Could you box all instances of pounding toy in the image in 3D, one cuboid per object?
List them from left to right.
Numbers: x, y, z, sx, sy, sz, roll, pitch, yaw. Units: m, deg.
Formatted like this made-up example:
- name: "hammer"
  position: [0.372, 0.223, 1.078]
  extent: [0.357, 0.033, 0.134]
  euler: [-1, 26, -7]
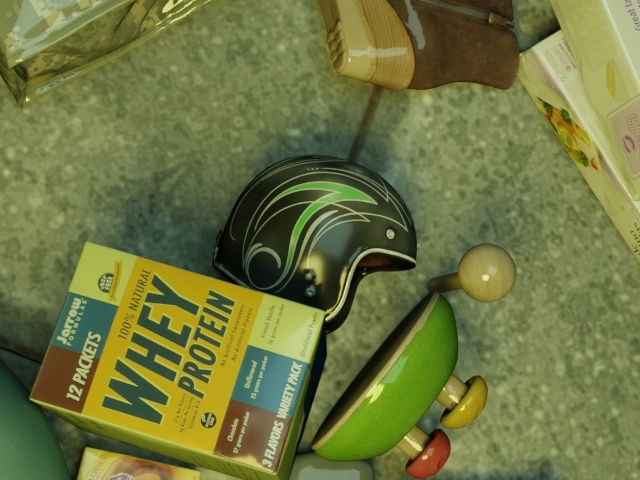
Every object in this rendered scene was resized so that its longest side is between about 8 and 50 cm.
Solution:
- name: "pounding toy"
  position: [0.104, 0.130, 1.105]
  extent: [0.110, 0.183, 0.237]
  euler: [39, 69, 1]

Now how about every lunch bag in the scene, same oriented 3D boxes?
- name: "lunch bag"
  position: [-0.215, -0.302, 1.128]
  extent: [0.287, 0.169, 0.235]
  euler: [-31, 87, -12]

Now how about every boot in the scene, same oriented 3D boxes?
- name: "boot"
  position: [0.096, -0.271, 1.254]
  extent: [0.207, 0.090, 0.248]
  euler: [-2, 78, -26]

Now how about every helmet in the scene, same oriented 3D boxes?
- name: "helmet"
  position: [0.000, 0.000, 1.122]
  extent: [0.169, 0.169, 0.161]
  euler: [38, 85, -3]

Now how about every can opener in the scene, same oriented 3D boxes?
- name: "can opener"
  position: [0.091, 0.245, 1.138]
  extent: [0.280, 0.074, 0.093]
  euler: [3, 77, -13]

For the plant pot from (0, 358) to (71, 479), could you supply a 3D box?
- name: "plant pot"
  position: [-0.330, 0.186, 0.973]
  extent: [0.290, 0.290, 0.195]
  euler: [9, 42, -11]

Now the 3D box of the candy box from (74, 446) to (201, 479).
- name: "candy box"
  position: [-0.181, 0.286, 1.077]
  extent: [0.109, 0.053, 0.186]
  euler: [15, 75, -10]

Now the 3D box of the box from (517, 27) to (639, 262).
- name: "box"
  position: [0.317, -0.073, 1.261]
  extent: [0.067, 0.063, 0.324]
  euler: [-33, 88, -16]

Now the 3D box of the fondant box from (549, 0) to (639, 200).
- name: "fondant box"
  position: [0.428, -0.207, 1.233]
  extent: [0.330, 0.096, 0.238]
  euler: [-19, 83, -16]

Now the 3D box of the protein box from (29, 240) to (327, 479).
- name: "protein box"
  position: [-0.109, 0.114, 1.032]
  extent: [0.201, 0.200, 0.136]
  euler: [16, 75, 5]
